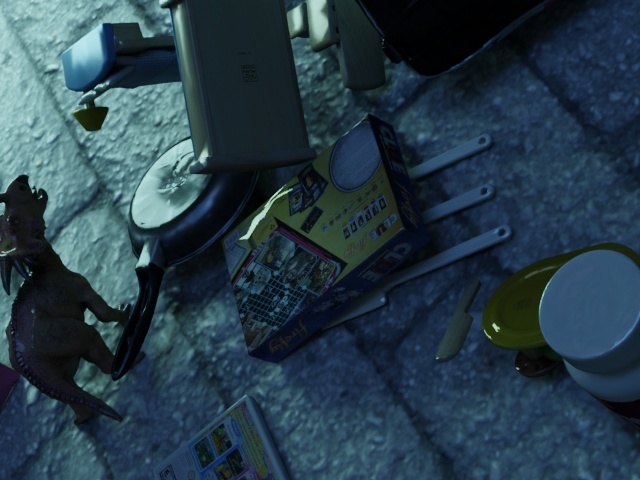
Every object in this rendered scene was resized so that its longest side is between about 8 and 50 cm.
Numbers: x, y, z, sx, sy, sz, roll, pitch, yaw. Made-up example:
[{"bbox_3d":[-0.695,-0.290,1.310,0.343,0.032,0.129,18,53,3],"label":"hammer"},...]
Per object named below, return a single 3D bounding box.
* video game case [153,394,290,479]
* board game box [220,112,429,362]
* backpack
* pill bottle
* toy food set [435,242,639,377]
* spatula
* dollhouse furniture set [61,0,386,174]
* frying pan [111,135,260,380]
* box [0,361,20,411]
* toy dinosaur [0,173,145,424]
[{"bbox_3d":[-0.102,0.265,1.911,0.143,0.019,0.157,-39,48,14],"label":"video game case"},{"bbox_3d":[0.000,0.000,1.931,0.243,0.042,0.165,-39,47,29],"label":"board game box"},{"bbox_3d":[0.153,-0.325,1.897,0.253,0.225,0.191,-32,19,21],"label":"backpack"},{"bbox_3d":[0.286,0.097,1.567,0.121,0.221,0.121,-18,56,29],"label":"pill bottle"},{"bbox_3d":[0.233,0.078,1.733,0.218,0.071,0.128,-15,34,28],"label":"toy food set"},{"bbox_3d":[0.088,-0.019,1.919,0.242,0.019,0.168,-25,52,26],"label":"spatula"},{"bbox_3d":[-0.112,-0.161,2.078,0.303,0.286,0.198,-18,80,59],"label":"dollhouse furniture set"},{"bbox_3d":[-0.193,-0.005,2.079,0.326,0.053,0.197,-52,35,-9],"label":"frying pan"},{"bbox_3d":[-0.525,0.202,2.200,0.243,0.117,0.213,20,79,43],"label":"box"},{"bbox_3d":[-0.319,0.092,2.046,0.127,0.200,0.295,-33,51,19],"label":"toy dinosaur"}]
